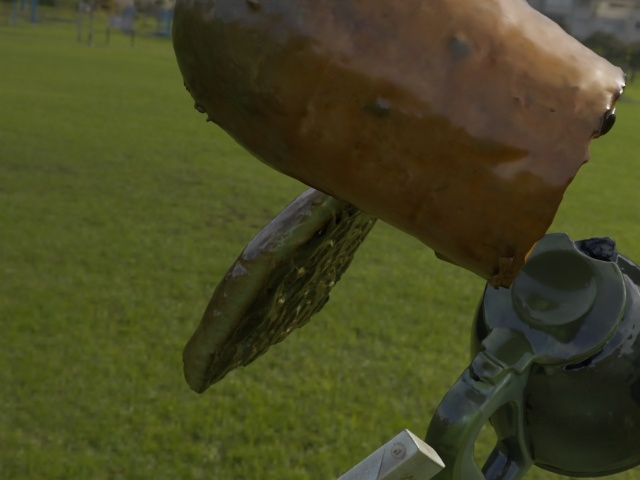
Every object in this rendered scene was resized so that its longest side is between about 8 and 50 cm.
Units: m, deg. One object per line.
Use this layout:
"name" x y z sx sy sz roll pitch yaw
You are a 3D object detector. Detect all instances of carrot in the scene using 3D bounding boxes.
"carrot" 0.055 -0.130 0.862 0.340 0.224 0.224 31 17 11

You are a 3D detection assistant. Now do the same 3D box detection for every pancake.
"pancake" -0.003 0.001 1.325 0.067 0.427 0.305 42 23 14

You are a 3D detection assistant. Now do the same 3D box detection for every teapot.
"teapot" 0.226 0.122 1.163 0.321 0.239 0.239 -28 52 8

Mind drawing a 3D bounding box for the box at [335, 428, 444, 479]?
"box" 0.018 0.215 0.882 0.024 0.167 0.090 55 4 27
